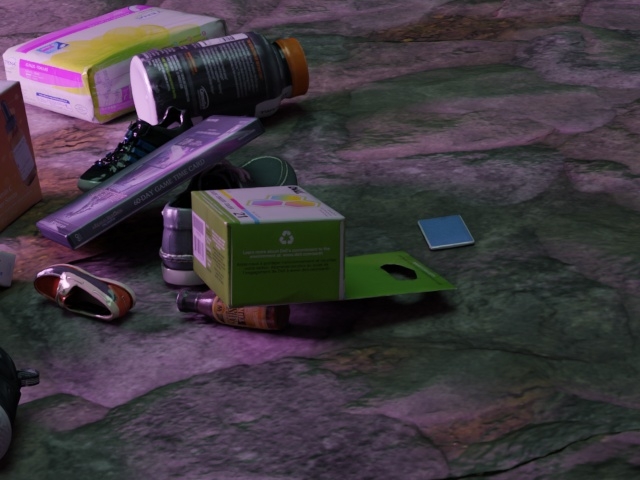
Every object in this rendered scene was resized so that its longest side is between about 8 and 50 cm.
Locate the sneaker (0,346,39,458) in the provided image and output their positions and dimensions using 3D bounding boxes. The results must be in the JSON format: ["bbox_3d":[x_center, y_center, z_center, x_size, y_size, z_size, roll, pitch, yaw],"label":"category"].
[{"bbox_3d":[-0.415,0.154,1.598,0.269,0.101,0.153,5,25,11],"label":"sneaker"}]

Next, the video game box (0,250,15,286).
[{"bbox_3d":[-0.497,0.010,1.887,0.205,0.048,0.187,8,-2,29],"label":"video game box"}]

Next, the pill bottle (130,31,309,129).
[{"bbox_3d":[-0.143,-0.230,2.334,0.246,0.130,0.130,-14,25,-16],"label":"pill bottle"}]

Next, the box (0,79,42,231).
[{"bbox_3d":[-0.445,-0.109,2.091,0.091,0.170,0.130,3,27,21],"label":"box"}]

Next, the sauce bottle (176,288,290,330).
[{"bbox_3d":[-0.097,0.074,1.760,0.128,0.042,0.042,3,26,26],"label":"sauce bottle"}]

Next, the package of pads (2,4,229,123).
[{"bbox_3d":[-0.314,-0.286,2.535,0.229,0.101,0.296,17,33,42],"label":"package of pads"}]

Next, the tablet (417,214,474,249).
[{"bbox_3d":[0.150,-0.010,1.923,0.054,0.006,0.083,-8,25,-5],"label":"tablet"}]

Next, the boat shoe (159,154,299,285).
[{"bbox_3d":[-0.108,-0.052,1.967,0.116,0.099,0.319,2,25,22],"label":"boat shoe"}]

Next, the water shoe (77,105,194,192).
[{"bbox_3d":[-0.256,-0.126,2.191,0.073,0.080,0.203,14,31,39],"label":"water shoe"}]

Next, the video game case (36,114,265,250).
[{"bbox_3d":[-0.214,-0.077,1.988,0.274,0.026,0.196,-32,15,-15],"label":"video game case"}]

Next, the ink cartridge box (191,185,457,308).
[{"bbox_3d":[0.000,0.000,1.768,0.255,0.097,0.189,-4,13,-16],"label":"ink cartridge box"}]

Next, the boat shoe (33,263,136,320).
[{"bbox_3d":[-0.275,0.062,1.826,0.137,0.049,0.043,13,33,27],"label":"boat shoe"}]
